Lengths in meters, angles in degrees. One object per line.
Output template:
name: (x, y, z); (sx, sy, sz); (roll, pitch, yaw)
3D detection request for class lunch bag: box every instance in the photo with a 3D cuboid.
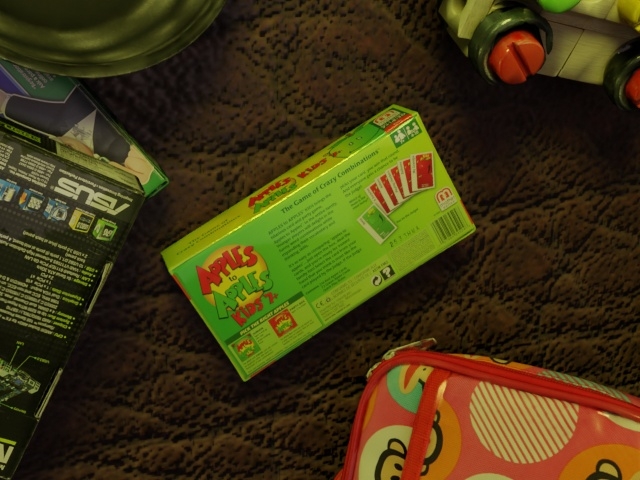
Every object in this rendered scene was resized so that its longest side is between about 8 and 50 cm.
lunch bag: (0.100, 0.219, 0.580); (0.120, 0.258, 0.293); (15, 87, -56)

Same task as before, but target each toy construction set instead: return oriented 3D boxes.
toy construction set: (0.182, -0.194, 0.522); (0.328, 0.151, 0.215); (15, 125, -13)

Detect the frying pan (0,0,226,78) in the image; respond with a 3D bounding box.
frying pan: (-0.186, -0.168, 0.426); (0.326, 0.053, 0.197); (-11, 93, -30)

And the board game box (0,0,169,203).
board game box: (-0.266, -0.082, 0.474); (0.213, 0.046, 0.317); (-40, 113, -2)

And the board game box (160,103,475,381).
board game box: (0.000, 0.000, 0.581); (0.181, 0.043, 0.092); (-33, 112, -6)

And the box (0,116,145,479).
box: (-0.216, 0.015, 0.471); (0.191, 0.045, 0.184); (23, 100, -23)
